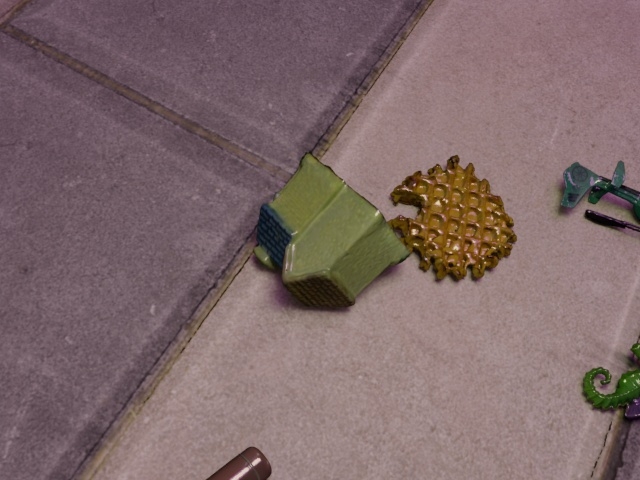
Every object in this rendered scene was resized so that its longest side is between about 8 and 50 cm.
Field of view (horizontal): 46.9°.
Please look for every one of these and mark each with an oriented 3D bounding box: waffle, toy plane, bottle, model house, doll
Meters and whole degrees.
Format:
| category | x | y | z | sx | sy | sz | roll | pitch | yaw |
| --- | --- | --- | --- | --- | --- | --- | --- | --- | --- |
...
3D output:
| category | x | y | z | sx | sy | sz | roll | pitch | yaw |
| --- | --- | --- | --- | --- | --- | --- | --- | --- | --- |
| waffle | 0.237 | -0.038 | 1.321 | 0.229 | 0.051 | 0.231 | -30 | 69 | -27 |
| toy plane | 0.632 | -0.061 | 1.374 | 0.382 | 0.106 | 0.155 | 24 | 70 | -1 |
| bottle | -0.134 | 0.346 | 1.025 | 0.140 | 0.053 | 0.053 | -33 | 69 | -24 |
| model house | 0.000 | 0.000 | 1.211 | 0.189 | 0.195 | 0.214 | -45 | 58 | -4 |
| doll | 0.517 | 0.230 | 1.205 | 0.190 | 0.050 | 0.115 | -15 | 67 | -15 |
